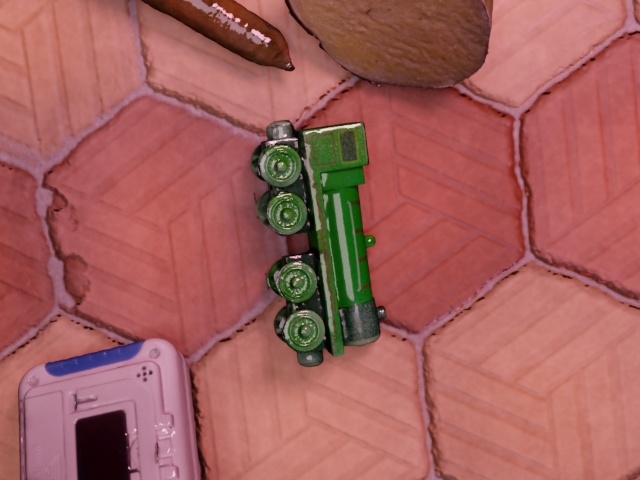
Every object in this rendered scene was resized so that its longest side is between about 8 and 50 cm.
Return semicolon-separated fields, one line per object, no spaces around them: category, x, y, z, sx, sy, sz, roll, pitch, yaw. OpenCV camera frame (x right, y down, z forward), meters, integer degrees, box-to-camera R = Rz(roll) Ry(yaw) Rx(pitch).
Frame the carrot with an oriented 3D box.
carrot;-0.170;-0.265;1.108;0.342;0.070;0.070;32;97;-5

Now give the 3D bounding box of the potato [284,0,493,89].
potato;0.078;-0.249;1.062;0.202;0.182;0.117;10;58;21

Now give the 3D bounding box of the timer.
timer;-0.211;0.227;1.092;0.178;0.078;0.253;-15;60;6

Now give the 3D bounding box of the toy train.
toy train;0.000;0.000;1.115;0.119;0.085;0.251;-10;99;-10
